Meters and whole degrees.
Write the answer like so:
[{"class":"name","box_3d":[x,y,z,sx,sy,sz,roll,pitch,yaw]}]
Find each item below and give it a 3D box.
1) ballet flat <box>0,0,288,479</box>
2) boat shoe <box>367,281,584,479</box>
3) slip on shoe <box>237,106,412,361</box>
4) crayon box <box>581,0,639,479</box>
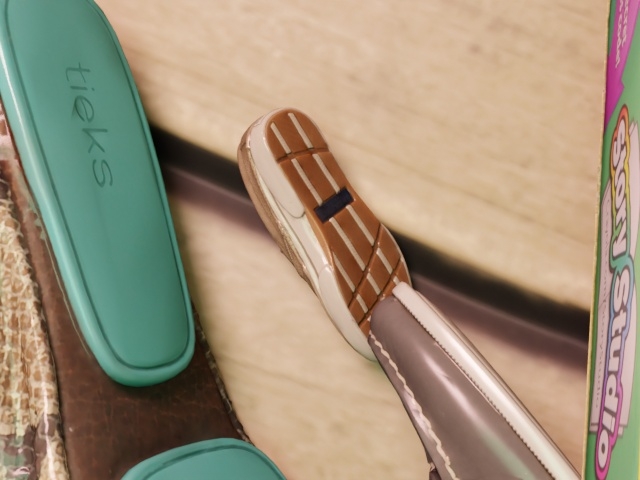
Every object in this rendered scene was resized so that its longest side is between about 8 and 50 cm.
[{"class":"ballet flat","box_3d":[-0.110,0.104,0.600,0.182,0.164,0.482,-31,76,27]},{"class":"boat shoe","box_3d":[0.107,0.175,0.566,0.095,0.112,0.335,-37,85,0]},{"class":"slip on shoe","box_3d":[0.000,0.000,0.631,0.051,0.041,0.135,-35,95,-38]},{"class":"crayon box","box_3d":[0.268,0.043,0.488,0.313,0.106,0.362,7,69,3]}]
